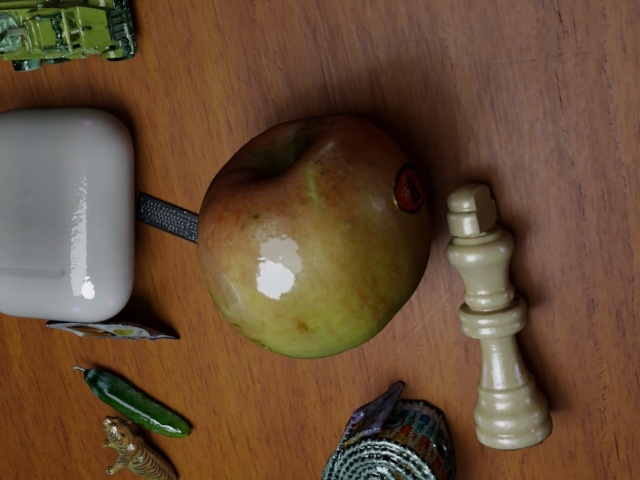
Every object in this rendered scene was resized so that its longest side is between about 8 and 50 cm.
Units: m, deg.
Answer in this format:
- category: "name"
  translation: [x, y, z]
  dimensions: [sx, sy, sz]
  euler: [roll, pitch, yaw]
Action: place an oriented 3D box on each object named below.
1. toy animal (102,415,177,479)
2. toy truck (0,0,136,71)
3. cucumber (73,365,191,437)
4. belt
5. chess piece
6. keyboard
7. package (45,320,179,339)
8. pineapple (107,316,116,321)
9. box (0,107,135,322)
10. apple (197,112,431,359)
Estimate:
- category: "toy animal"
  translation: [-0.335, 0.416, 1.938]
  dimensions: [0.099, 0.057, 0.241]
  euler: [-26, 116, 32]
- category: "toy truck"
  translation: [-0.419, -0.326, 1.634]
  dimensions: [0.259, 0.135, 0.128]
  euler: [1, 112, 20]
- category: "cucumber"
  translation: [-0.346, 0.297, 1.911]
  dimensions: [0.250, 0.056, 0.056]
  euler: [31, 120, 8]
- category: "belt"
  translation: [0.109, 0.400, 1.689]
  dimensions: [0.206, 0.160, 0.295]
  euler: [25, 120, 12]
- category: "chess piece"
  translation: [0.254, 0.107, 1.534]
  dimensions: [0.117, 0.117, 0.397]
  euler: [-5, 108, 25]
- category: "keyboard"
  translation: [-0.241, -0.032, 1.750]
  dimensions: [0.155, 0.010, 0.053]
  euler: [20, 117, 15]
- category: "package"
  translation: [-0.355, 0.156, 1.801]
  dimensions: [0.171, 0.173, 0.027]
  euler: [-3, 74, 24]
- category: "pineapple"
  translation: [-0.408, 0.109, 1.862]
  dimensions: [0.114, 0.077, 0.114]
  euler: [30, 155, -3]
- category: "box"
  translation: [-0.438, -0.043, 1.723]
  dimensions: [0.288, 0.141, 0.349]
  euler: [2, 94, 22]
- category: "apple"
  translation: [0.000, 0.000, 1.480]
  dimensions: [0.338, 0.338, 0.305]
  euler: [-16, 119, 28]
